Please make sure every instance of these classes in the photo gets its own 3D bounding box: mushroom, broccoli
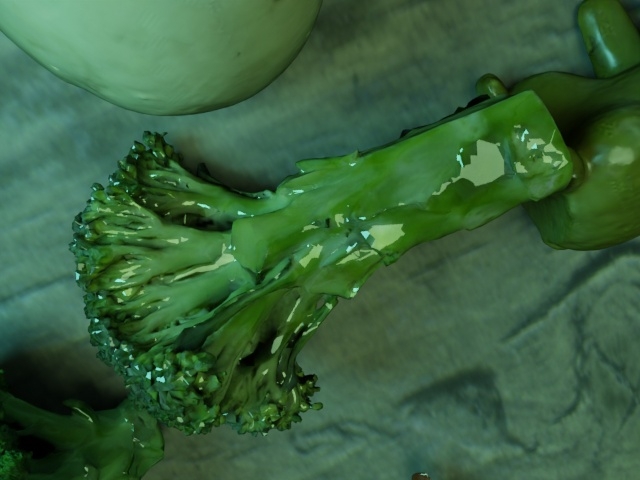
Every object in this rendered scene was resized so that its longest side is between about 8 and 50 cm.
[{"bbox_3d":[-0.098,-0.264,0.368,0.314,0.314,0.336,38,80,-17],"label":"mushroom"},{"bbox_3d":[-0.273,0.214,0.523,0.270,0.270,0.269,-17,114,-36],"label":"broccoli"},{"bbox_3d":[0.003,0.020,0.462,0.362,0.221,0.252,-6,75,19],"label":"broccoli"}]

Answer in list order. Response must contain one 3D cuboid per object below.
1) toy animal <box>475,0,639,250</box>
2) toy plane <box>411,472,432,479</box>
[{"bbox_3d":[0.310,-0.145,0.494,0.363,0.181,0.180,-40,117,8],"label":"toy animal"},{"bbox_3d":[0.084,0.415,0.688,0.223,0.104,0.326,36,106,11],"label":"toy plane"}]
